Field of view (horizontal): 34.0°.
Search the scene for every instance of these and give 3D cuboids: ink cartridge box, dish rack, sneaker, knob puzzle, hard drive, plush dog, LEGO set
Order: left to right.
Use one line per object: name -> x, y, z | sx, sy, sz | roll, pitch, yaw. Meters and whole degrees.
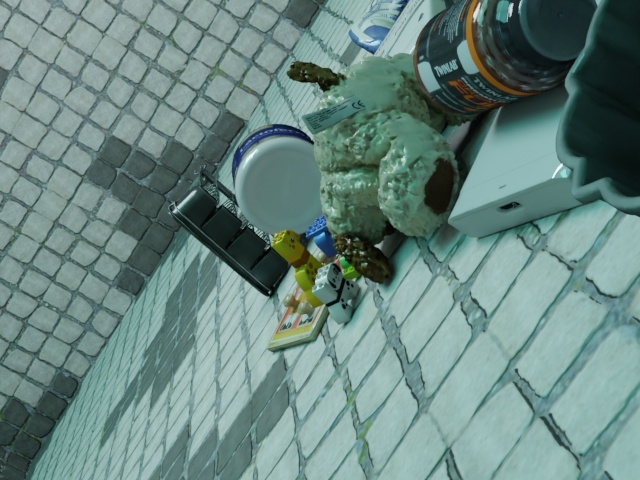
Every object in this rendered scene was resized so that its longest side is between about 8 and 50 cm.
dish rack -> -0.145, -0.029, 1.711 | 0.074, 0.208, 0.271 | -46, 13, 6
knob puzzle -> -0.007, 0.049, 1.381 | 0.213, 0.030, 0.213 | -54, 13, 19
LEGO set -> 0.000, 0.000, 1.278 | 0.087, 0.093, 0.227 | -27, 30, 36
plush dog -> 0.056, -0.085, 1.168 | 0.225, 0.211, 0.262 | 96, -169, -46
sneaker -> 0.122, -0.356, 1.642 | 0.131, 0.112, 0.296 | -54, 14, 20
ink cartridge box -> 0.133, -0.230, 1.347 | 0.158, 0.092, 0.218 | -55, 11, 28
hard drive -> 0.230, -0.155, 0.934 | 0.307, 0.040, 0.203 | -63, 14, -17

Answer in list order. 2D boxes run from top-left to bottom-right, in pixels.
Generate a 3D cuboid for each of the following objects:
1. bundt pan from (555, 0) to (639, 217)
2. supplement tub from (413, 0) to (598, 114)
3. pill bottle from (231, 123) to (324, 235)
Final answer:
bundt pan -> 0.270, -0.125, 0.521 | 0.331, 0.124, 0.331 | -53, 14, 19
supplement tub -> 0.159, -0.172, 0.905 | 0.106, 0.106, 0.198 | -61, 12, -9
pill bottle -> -0.066, -0.106, 1.681 | 0.153, 0.153, 0.264 | -57, 13, 7
